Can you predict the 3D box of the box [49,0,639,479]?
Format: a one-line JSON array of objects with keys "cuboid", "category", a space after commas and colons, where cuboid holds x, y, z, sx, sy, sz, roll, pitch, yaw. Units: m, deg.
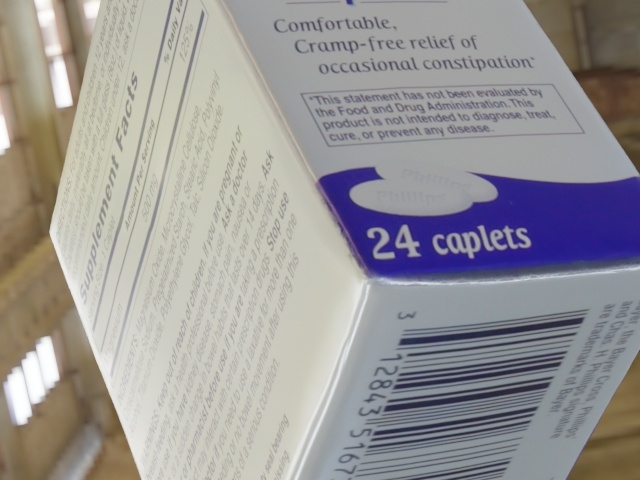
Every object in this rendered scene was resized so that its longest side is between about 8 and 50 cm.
[{"cuboid": [0.000, 0.000, 0.407, 0.072, 0.126, 0.137, -6, -132, -26], "category": "box"}]
